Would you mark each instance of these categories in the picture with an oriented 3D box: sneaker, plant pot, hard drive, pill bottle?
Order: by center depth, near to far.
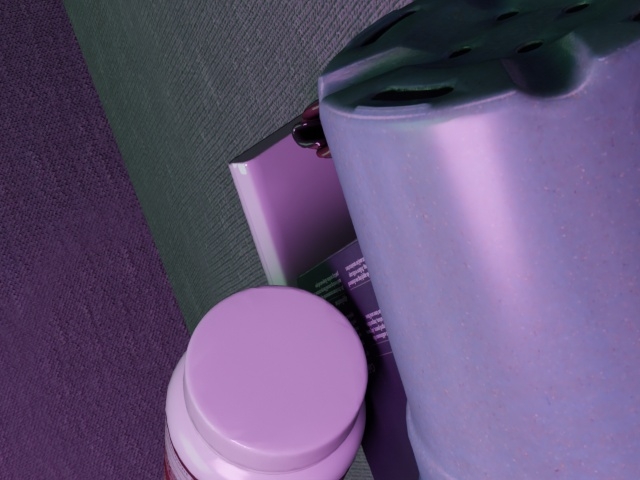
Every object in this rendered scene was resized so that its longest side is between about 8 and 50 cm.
[{"bbox_3d":[0.172,0.005,0.710,0.341,0.341,0.334,31,147,61],"label":"plant pot"},{"bbox_3d":[-0.070,0.221,1.290,0.224,0.224,0.392,61,159,23],"label":"pill bottle"},{"bbox_3d":[0.031,-0.135,1.295,0.106,0.162,0.281,68,161,6],"label":"sneaker"},{"bbox_3d":[0.000,0.000,1.434,0.040,0.203,0.307,0,117,39],"label":"hard drive"}]

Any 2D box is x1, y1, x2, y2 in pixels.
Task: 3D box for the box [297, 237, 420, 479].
[{"bbox_3d":[0.146,0.130,1.223,0.312,0.179,0.343,70,161,5],"label":"box"}]
